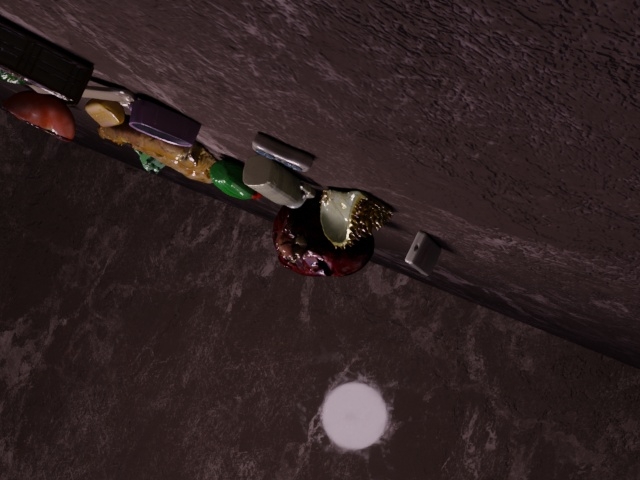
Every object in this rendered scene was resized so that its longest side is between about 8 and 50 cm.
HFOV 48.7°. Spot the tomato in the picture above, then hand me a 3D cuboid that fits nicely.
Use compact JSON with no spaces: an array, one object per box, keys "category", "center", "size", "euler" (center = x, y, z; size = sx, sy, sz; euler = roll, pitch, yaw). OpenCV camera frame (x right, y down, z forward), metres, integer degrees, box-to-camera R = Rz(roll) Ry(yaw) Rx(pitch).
[{"category":"tomato","center":[-0.850,-0.400,2.165],"size":[0.199,0.112,0.228],"euler":[30,-178,35]}]

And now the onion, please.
[{"category":"onion","center":[0.007,-0.003,1.852],"size":[0.281,0.221,0.281],"euler":[20,-165,-6]}]

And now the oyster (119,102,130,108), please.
[{"category":"oyster","center":[-0.424,-0.306,1.619],"size":[0.054,0.019,0.083],"euler":[17,172,44]}]

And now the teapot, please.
[{"category":"teapot","center":[-0.087,-0.135,1.659],"size":[0.107,0.077,0.200],"euler":[0,167,24]}]

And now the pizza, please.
[{"category":"pizza","center":[-0.478,-0.270,2.022],"size":[0.392,0.080,0.435],"euler":[22,175,8]}]

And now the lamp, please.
[{"category":"lamp","center":[-0.593,-0.361,1.310],"size":[0.325,0.089,0.090],"euler":[26,176,-32]}]

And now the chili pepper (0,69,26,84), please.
[{"category":"chili pepper","center":[-0.660,-0.382,1.556],"size":[0.257,0.074,0.100],"euler":[12,-174,34]}]

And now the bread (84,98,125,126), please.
[{"category":"bread","center":[-0.512,-0.317,1.703],"size":[0.115,0.056,0.082],"euler":[-1,140,52]}]

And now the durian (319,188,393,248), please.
[{"category":"durian","center":[0.077,-0.066,1.625],"size":[0.139,0.144,0.252],"euler":[64,168,-18]}]

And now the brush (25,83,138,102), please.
[{"category":"brush","center":[-0.532,-0.345,1.571],"size":[0.321,0.050,0.060],"euler":[12,169,29]}]

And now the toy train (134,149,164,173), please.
[{"category":"toy train","center":[-0.535,-0.274,2.294],"size":[0.081,0.099,0.149],"euler":[52,-177,2]}]

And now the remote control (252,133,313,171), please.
[{"category":"remote control","center":[-0.074,-0.168,1.369],"size":[0.122,0.032,0.074],"euler":[22,176,-4]}]

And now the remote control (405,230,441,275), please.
[{"category":"remote control","center":[0.266,0.036,1.816],"size":[0.029,0.087,0.190],"euler":[25,179,26]}]

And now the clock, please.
[{"category":"clock","center":[-0.345,-0.251,1.530],"size":[0.153,0.050,0.110],"euler":[21,172,-38]}]

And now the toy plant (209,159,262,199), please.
[{"category":"toy plant","center":[-0.231,-0.168,1.958],"size":[0.154,0.088,0.240],"euler":[35,-173,0]}]
